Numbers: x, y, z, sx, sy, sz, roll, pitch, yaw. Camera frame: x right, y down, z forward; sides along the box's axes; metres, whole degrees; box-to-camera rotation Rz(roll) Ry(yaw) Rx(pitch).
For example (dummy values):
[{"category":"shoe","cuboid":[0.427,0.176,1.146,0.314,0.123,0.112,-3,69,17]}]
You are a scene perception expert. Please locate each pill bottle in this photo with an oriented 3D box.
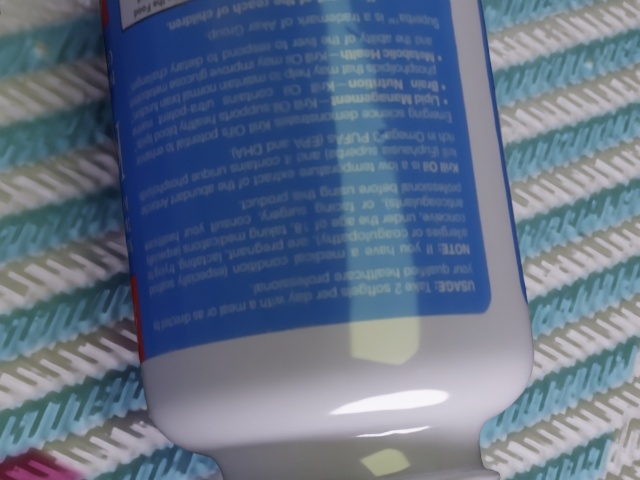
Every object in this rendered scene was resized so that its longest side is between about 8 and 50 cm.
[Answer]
[{"category":"pill bottle","cuboid":[0.000,0.000,0.519,0.124,0.124,0.221,-1,78,-29]}]
